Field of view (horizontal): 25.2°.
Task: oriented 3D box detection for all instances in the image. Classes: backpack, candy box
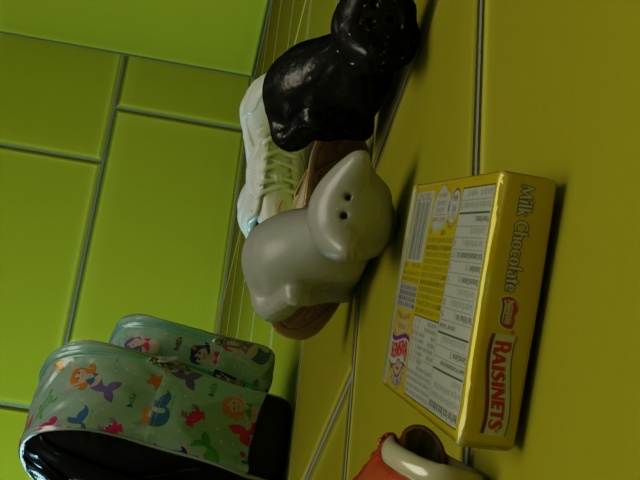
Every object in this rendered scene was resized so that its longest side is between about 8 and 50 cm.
[{"bbox_3d":[-0.164,0.187,1.418,0.225,0.254,0.191,108,169,-60],"label":"backpack"},{"bbox_3d":[0.059,0.025,0.632,0.206,0.027,0.105,-169,86,-84],"label":"candy box"}]

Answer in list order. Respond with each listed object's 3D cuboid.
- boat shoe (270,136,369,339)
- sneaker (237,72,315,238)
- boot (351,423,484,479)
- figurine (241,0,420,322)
[{"bbox_3d":[0.000,0.000,1.109,0.059,0.063,0.170,111,177,-74],"label":"boat shoe"},{"bbox_3d":[-0.042,-0.071,1.560,0.115,0.090,0.232,-101,11,-55],"label":"sneaker"},{"bbox_3d":[0.033,0.120,0.629,0.158,0.059,0.084,-171,93,-76],"label":"boot"},{"bbox_3d":[0.012,-0.061,0.982,0.209,0.092,0.214,132,147,-72],"label":"figurine"}]
